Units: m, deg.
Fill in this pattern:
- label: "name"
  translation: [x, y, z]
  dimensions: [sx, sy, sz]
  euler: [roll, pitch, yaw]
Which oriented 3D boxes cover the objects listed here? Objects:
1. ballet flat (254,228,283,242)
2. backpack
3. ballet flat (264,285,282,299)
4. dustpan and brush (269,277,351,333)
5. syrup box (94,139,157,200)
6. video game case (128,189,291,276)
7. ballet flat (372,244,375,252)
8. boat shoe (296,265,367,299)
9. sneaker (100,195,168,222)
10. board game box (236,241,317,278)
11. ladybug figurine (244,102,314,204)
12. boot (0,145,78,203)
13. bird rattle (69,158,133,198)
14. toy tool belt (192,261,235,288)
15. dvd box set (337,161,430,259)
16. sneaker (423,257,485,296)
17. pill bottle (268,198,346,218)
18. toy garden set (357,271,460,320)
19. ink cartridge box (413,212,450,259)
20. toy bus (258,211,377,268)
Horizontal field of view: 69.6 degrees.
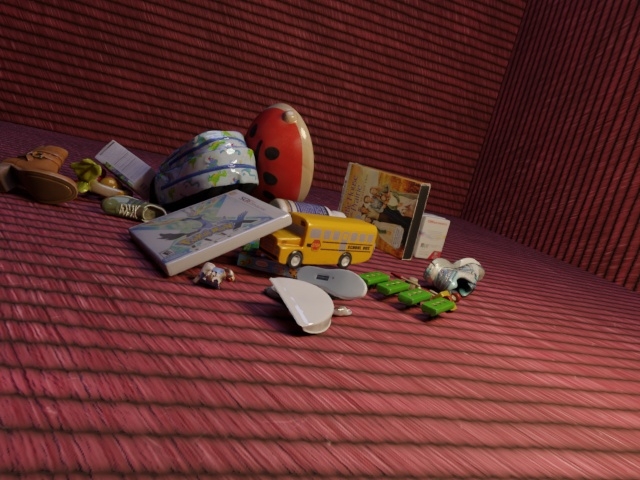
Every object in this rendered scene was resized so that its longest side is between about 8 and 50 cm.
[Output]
- label: "ballet flat"
  translation: [-0.214, -0.034, 1.441]
  dimensions: [0.124, 0.116, 0.342]
  euler: [-22, 36, -35]
- label: "backpack"
  translation: [-0.354, -0.206, 1.478]
  dimensions: [0.290, 0.273, 0.355]
  euler: [-3, 8, -37]
- label: "ballet flat"
  translation: [-0.081, 0.118, 1.042]
  dimensions: [0.114, 0.041, 0.041]
  euler: [23, 15, 37]
- label: "dustpan and brush"
  translation: [-0.003, 0.143, 0.984]
  dimensions: [0.211, 0.060, 0.147]
  euler: [2, 36, -39]
- label: "syrup box"
  translation: [-0.662, -0.244, 1.596]
  dimensions: [0.237, 0.096, 0.093]
  euler: [33, -16, 27]
- label: "video game case"
  translation: [-0.288, -0.037, 1.182]
  dimensions: [0.329, 0.036, 0.300]
  euler: [-26, 31, -28]
- label: "ballet flat"
  translation: [0.127, -0.015, 1.733]
  dimensions: [0.106, 0.107, 0.316]
  euler: [14, 11, -38]
- label: "boat shoe"
  translation: [0.036, 0.108, 1.066]
  dimensions: [0.183, 0.065, 0.083]
  euler: [12, -25, 35]
- label: "sneaker"
  translation: [-0.556, -0.093, 1.397]
  dimensions: [0.192, 0.064, 0.086]
  euler: [9, 8, -36]
- label: "board game box"
  translation: [-0.114, 0.056, 1.285]
  dimensions: [0.211, 0.039, 0.160]
  euler: [14, 12, -4]
- label: "ladybug figurine"
  translation: [-0.163, -0.265, 1.567]
  dimensions: [0.162, 0.449, 0.305]
  euler: [-28, 67, -29]
- label: "boot"
  translation: [-0.830, -0.210, 1.408]
  dimensions: [0.283, 0.109, 0.220]
  euler: [3, 33, 8]
- label: "bird rattle"
  translation: [-0.744, -0.179, 1.560]
  dimensions: [0.207, 0.143, 0.253]
  euler: [23, -3, -13]
- label: "toy tool belt"
  translation: [-0.236, 0.086, 1.019]
  dimensions: [0.083, 0.052, 0.051]
  euler: [15, 43, 19]
- label: "dvd box set"
  translation: [0.238, -0.132, 1.894]
  dimensions: [0.062, 0.307, 0.420]
  euler: [1, 18, -39]
- label: "sneaker"
  translation: [0.455, 0.133, 1.492]
  dimensions: [0.283, 0.110, 0.122]
  euler: [0, 36, -40]
- label: "pill bottle"
  translation: [-0.048, -0.053, 1.575]
  dimensions: [0.265, 0.153, 0.153]
  euler: [6, 15, -32]
- label: "toy garden set"
  translation: [0.249, 0.148, 1.263]
  dimensions: [0.244, 0.049, 0.204]
  euler: [22, 16, 37]
- label: "ink cartridge box"
  translation: [0.434, -0.024, 1.925]
  dimensions: [0.128, 0.176, 0.127]
  euler: [8, 13, -25]
- label: "toy bus"
  translation: [0.000, 0.000, 1.263]
  dimensions: [0.333, 0.130, 0.108]
  euler: [4, 17, -41]
